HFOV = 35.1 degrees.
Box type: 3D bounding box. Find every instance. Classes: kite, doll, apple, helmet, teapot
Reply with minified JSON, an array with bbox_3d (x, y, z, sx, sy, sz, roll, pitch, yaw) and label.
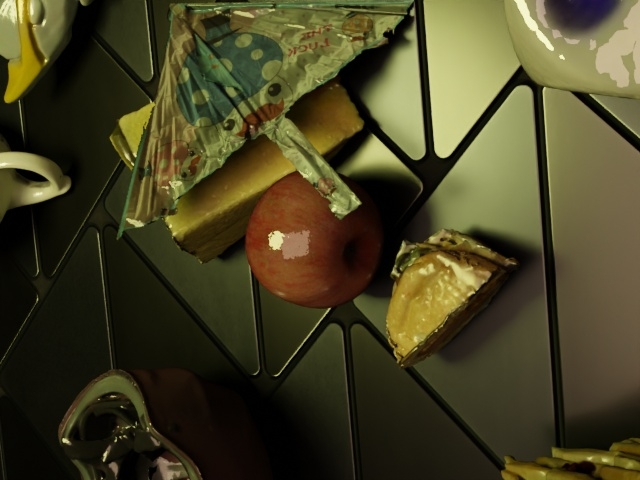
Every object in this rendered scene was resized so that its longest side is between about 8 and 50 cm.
[{"bbox_3d":[-0.073,-0.148,1.093,0.406,0.014,0.368,-39,61,-2],"label":"kite"},{"bbox_3d":[-0.345,-0.315,1.297,0.316,0.103,0.145,-36,100,20],"label":"doll"},{"bbox_3d":[0.000,0.000,1.091,0.120,0.153,0.153,16,106,47],"label":"apple"},{"bbox_3d":[-0.167,0.310,1.209,0.271,0.197,0.338,-19,82,45],"label":"helmet"},{"bbox_3d":[-0.488,-0.064,1.402,0.299,0.166,0.208,-9,51,26],"label":"teapot"}]

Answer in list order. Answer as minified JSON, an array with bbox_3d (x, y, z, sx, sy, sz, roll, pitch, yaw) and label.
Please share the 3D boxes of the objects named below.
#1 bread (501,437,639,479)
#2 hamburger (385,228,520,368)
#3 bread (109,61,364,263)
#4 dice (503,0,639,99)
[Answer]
[{"bbox_3d":[0.222,0.339,0.933,0.370,0.191,0.314,159,115,-65],"label":"bread"},{"bbox_3d":[0.125,0.046,1.065,0.176,0.087,0.102,-51,59,34],"label":"hamburger"},{"bbox_3d":[-0.085,-0.106,1.198,0.264,0.163,0.168,-27,76,0],"label":"bread"},{"bbox_3d":[0.316,-0.234,0.810,0.259,0.243,0.251,14,104,33],"label":"dice"}]
